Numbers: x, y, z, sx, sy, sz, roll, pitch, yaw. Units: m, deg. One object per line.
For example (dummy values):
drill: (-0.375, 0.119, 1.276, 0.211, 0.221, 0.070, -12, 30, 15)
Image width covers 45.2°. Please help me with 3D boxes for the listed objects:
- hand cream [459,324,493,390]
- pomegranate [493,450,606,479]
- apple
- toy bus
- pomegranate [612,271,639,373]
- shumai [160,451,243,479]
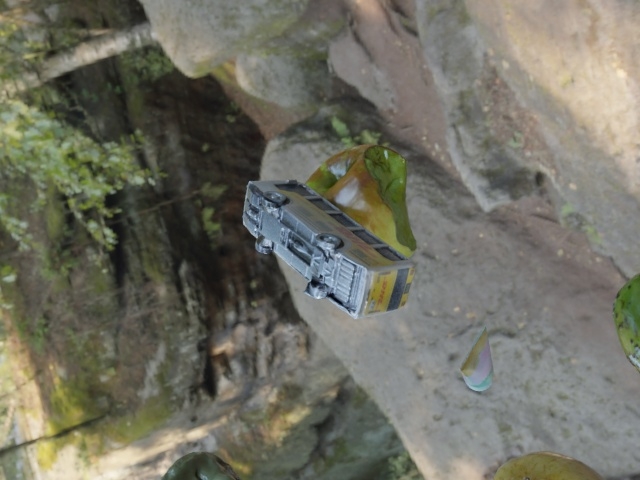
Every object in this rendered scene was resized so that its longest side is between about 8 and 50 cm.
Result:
hand cream: (0.234, 0.185, 1.157, 0.047, 0.076, 0.174, 27, 165, 24)
pomegranate: (0.542, 0.658, 1.837, 0.342, 0.342, 0.342, 163, 90, -76)
apple: (0.086, -0.052, 1.456, 0.226, 0.246, 0.246, 48, 178, -27)
toy bus: (0.000, 0.000, 1.234, 0.342, 0.138, 0.097, 39, 128, 47)
pomegranate: (0.523, 0.143, 1.115, 0.248, 0.214, 0.214, 93, 156, -48)
shumai: (-0.178, 0.676, 1.781, 0.323, 0.324, 0.397, -17, 107, 34)
